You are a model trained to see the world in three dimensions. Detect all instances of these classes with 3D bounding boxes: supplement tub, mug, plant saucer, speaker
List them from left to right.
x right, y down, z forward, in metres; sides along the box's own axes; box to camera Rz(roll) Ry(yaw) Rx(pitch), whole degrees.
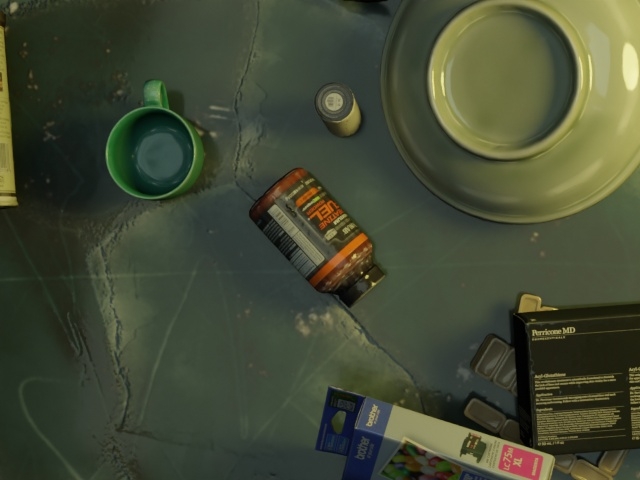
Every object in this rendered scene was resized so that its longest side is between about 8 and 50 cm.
[{"bbox_3d":[-0.224,-0.132,1.776,0.129,0.097,0.157,32,92,5],"label":"mug"},{"bbox_3d":[0.000,0.000,1.753,0.106,0.106,0.198,-43,87,4],"label":"supplement tub"},{"bbox_3d":[0.026,-0.179,1.734,0.055,0.136,0.055,-1,86,7],"label":"speaker"},{"bbox_3d":[0.254,-0.216,1.672,0.401,0.100,0.400,3,99,24],"label":"plant saucer"}]

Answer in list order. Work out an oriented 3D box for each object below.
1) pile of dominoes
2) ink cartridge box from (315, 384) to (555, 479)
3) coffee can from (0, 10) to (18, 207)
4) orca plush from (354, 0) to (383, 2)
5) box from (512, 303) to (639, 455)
[{"bbox_3d":[0.338,0.211,1.768,0.251,0.040,0.196,30,92,-4],"label":"pile of dominoes"},{"bbox_3d":[0.141,0.308,1.706,0.311,0.185,0.065,19,54,7],"label":"ink cartridge box"},{"bbox_3d":[-0.534,-0.177,1.753,0.202,0.201,0.275,-4,90,5],"label":"coffee can"},{"bbox_3d":[0.093,-0.475,1.746,0.102,0.151,0.287,0,87,-26],"label":"orca plush"},{"bbox_3d":[0.402,0.183,1.698,0.261,0.103,0.184,-4,97,-2],"label":"box"}]
